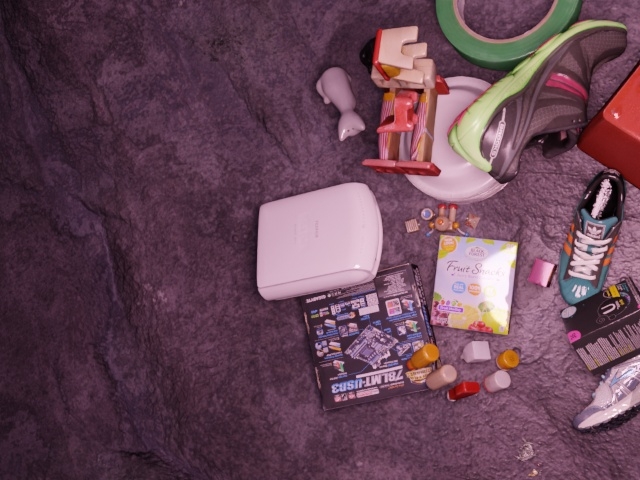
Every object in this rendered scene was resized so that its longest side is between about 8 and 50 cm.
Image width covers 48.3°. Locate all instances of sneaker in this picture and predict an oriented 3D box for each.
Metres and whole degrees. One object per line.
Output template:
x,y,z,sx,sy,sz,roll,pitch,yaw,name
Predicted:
0.471,-0.285,1.483,0.483,0.185,0.202,-39,90,-16,sneaker
0.567,-0.005,1.503,0.108,0.121,0.302,14,92,22,sneaker
0.631,0.290,1.477,0.283,0.110,0.122,-41,54,12,sneaker

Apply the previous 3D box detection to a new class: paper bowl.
0.308,-0.230,1.620,0.284,0.148,0.284,-2,86,24,paper bowl

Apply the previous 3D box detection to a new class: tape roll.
0.428,-0.554,1.630,0.321,0.077,0.321,-2,84,24,tape roll

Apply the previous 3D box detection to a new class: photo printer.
0.000,0.000,1.719,0.307,0.107,0.256,-12,60,22,photo printer

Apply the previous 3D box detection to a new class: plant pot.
0.690,-0.243,1.410,0.267,0.235,0.267,41,102,20,plant pot

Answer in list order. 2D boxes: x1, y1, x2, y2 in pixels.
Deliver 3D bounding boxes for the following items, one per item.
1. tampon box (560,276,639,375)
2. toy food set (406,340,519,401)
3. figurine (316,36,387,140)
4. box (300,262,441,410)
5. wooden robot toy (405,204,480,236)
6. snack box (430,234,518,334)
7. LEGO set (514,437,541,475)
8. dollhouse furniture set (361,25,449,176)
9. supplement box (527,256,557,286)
0.592,0.174,1.456,0.161,0.120,0.101,-31,109,20,tampon box
0.314,0.290,1.574,0.232,0.104,0.111,3,65,-18,toy food set
0.107,-0.352,1.705,0.215,0.092,0.209,-30,51,19,figurine
0.119,0.231,1.699,0.295,0.073,0.293,-17,80,20,box
0.277,-0.048,1.653,0.173,0.079,0.076,1,86,23,wooden robot toy
0.348,0.098,1.610,0.174,0.070,0.207,5,87,18,snack box
0.456,0.474,1.562,0.054,0.023,0.083,-39,72,15,LEGO set
0.144,-0.258,1.412,0.152,0.374,0.201,6,86,20,dollhouse furniture set
0.483,0.070,1.552,0.043,0.083,0.055,22,95,23,supplement box
